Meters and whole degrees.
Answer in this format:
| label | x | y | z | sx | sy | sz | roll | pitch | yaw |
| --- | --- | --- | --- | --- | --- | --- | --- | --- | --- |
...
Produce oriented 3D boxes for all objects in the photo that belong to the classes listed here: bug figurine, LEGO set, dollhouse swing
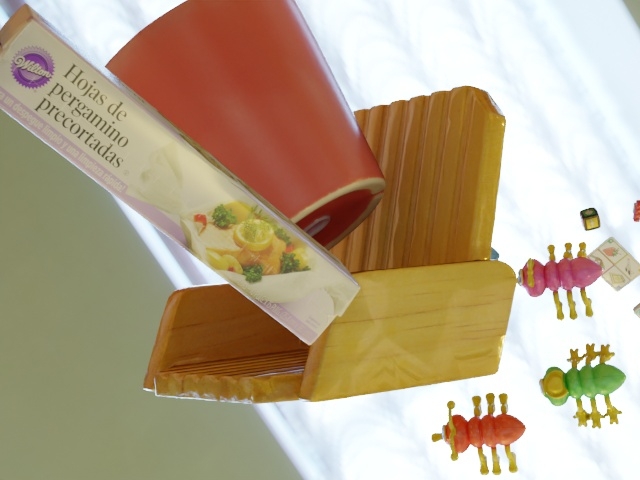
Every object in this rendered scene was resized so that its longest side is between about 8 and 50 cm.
| label | x | y | z | sx | sy | sz | roll | pitch | yaw |
| --- | --- | --- | --- | --- | --- | --- | --- | --- | --- |
| bug figurine | 0.208 | 0.104 | 1.428 | 0.216 | 0.279 | 0.072 | -11 | 163 | 13 |
| LEGO set | 0.441 | 0.015 | 1.679 | 0.182 | 0.244 | 0.060 | -42 | -154 | 18 |
| dollhouse swing | 0.000 | 0.000 | 1.409 | 0.315 | 0.305 | 0.347 | -4 | 180 | -33 |

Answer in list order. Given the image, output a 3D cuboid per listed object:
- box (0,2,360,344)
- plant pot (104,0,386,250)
| label | x | y | z | sx | sy | sz | roll | pitch | yaw |
| --- | --- | --- | --- | --- | --- | --- | --- | --- | --- |
| box | -0.106 | -0.042 | 0.973 | 0.063 | 0.324 | 0.067 | -49 | -156 | 3 |
| plant pot | -0.074 | -0.100 | 1.409 | 0.275 | 0.243 | 0.275 | -33 | 166 | -10 |
